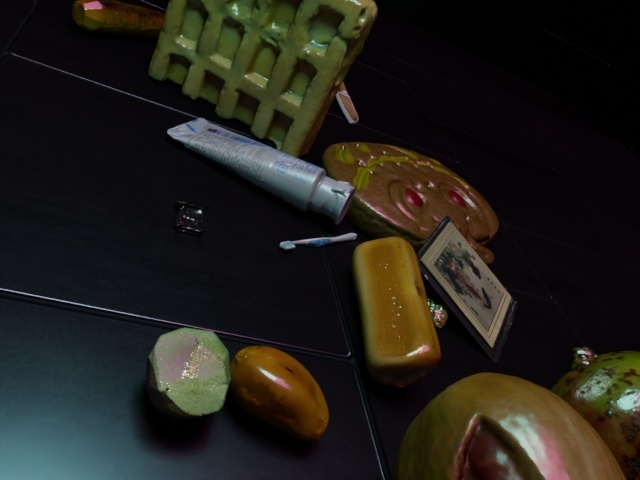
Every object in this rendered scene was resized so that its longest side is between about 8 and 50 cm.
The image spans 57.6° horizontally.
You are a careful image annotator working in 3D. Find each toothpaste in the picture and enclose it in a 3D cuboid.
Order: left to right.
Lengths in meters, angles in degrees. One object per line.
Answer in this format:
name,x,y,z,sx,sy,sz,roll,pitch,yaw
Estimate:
toothpaste,-0.091,-0.119,0.922,0.299,0.073,0.114,27,30,9

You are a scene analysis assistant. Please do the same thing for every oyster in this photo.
oyster,0.178,0.093,0.867,0.051,0.034,0.093,6,42,-23

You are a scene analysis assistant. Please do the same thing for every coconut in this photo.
coconut,-0.119,0.120,0.529,0.083,0.081,0.082,41,65,-9

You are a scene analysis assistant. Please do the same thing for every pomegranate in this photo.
pomegranate,0.348,0.250,0.666,0.198,0.246,0.198,-3,8,0

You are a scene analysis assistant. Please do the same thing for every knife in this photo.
knife,0.053,-0.349,1.418,0.046,0.022,0.256,22,35,-30

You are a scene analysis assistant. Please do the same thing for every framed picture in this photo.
framed picture,0.235,0.065,0.913,0.195,0.010,0.199,51,35,-1

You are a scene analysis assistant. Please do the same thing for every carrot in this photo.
carrot,-0.343,-0.437,1.168,0.066,0.066,0.314,44,33,23

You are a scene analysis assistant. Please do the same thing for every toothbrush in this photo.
toothbrush,0.000,0.000,0.868,0.017,0.014,0.162,33,27,34

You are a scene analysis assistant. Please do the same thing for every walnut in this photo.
walnut,0.161,0.254,0.461,0.202,0.203,0.298,13,51,-27

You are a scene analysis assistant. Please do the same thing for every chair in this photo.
chair,-0.167,-0.030,0.752,0.037,0.042,0.086,16,-3,-24

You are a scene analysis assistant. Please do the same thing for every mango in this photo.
mango,-0.039,0.148,0.568,0.114,0.061,0.080,36,15,13

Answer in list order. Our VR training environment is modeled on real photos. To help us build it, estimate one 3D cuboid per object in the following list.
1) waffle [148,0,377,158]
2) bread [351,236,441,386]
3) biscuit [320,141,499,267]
waffle,-0.113,-0.346,1.000,0.348,0.304,0.077,29,31,2
bread,0.093,0.089,0.751,0.092,0.074,0.239,-9,35,5
biscuit,0.190,-0.076,1.087,0.394,0.070,0.350,-12,50,-49
